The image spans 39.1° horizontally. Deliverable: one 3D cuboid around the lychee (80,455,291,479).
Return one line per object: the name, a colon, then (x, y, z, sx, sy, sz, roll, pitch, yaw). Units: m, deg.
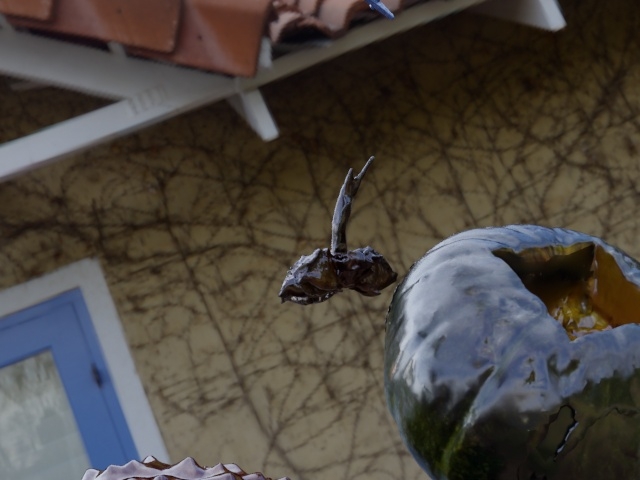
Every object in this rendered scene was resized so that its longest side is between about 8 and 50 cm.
lychee: (-0.121, 0.386, 0.728, 0.424, 0.425, 0.500, -18, -2, -25)

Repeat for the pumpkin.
pumpkin: (0.201, 0.112, 0.800, 0.320, 0.320, 0.192, -14, -50, -37)

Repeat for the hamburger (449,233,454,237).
hamburger: (0.220, 0.103, 1.168, 0.245, 0.156, 0.282, 15, 20, 32)

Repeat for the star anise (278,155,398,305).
star anise: (0.009, -0.002, 0.995, 0.140, 0.144, 0.158, -15, -9, -2)

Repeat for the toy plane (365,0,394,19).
toy plane: (0.056, -0.240, 0.741, 0.054, 0.167, 0.062, 33, -52, -21)
